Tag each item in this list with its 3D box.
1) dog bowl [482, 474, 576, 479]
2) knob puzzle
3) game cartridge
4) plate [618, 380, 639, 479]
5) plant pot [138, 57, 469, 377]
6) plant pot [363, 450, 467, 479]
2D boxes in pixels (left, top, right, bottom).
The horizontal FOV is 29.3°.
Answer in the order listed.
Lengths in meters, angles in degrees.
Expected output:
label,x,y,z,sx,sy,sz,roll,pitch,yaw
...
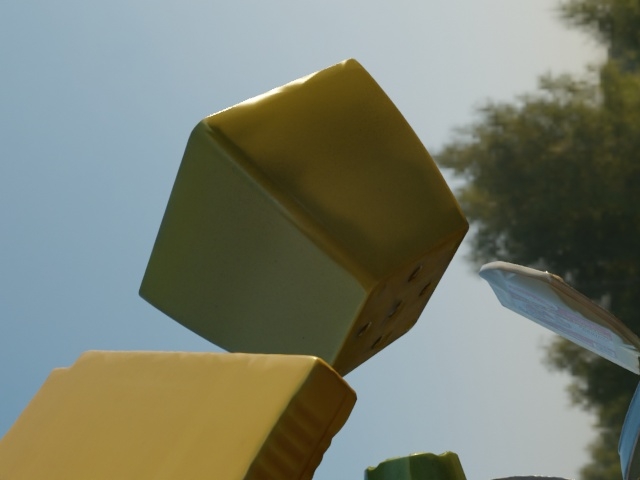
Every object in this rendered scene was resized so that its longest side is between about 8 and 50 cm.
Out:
label,x,y,z,sx,sy,sz,roll,pitch,yaw
dog bowl,0.198,0.397,1.338,0.349,0.348,0.102,-59,-42,-62
knob puzzle,0.250,0.063,1.249,0.030,0.213,0.213,-58,-23,-9
game cartridge,-0.151,0.201,0.675,0.053,0.285,0.324,48,-120,-26
plate,0.339,0.164,1.248,0.188,0.024,0.188,-48,-31,-41
plant pot,0.000,0.000,1.066,0.212,0.187,0.212,-29,-27,-44
plant pot,0.053,0.152,0.629,0.083,0.083,0.079,50,-152,-66
